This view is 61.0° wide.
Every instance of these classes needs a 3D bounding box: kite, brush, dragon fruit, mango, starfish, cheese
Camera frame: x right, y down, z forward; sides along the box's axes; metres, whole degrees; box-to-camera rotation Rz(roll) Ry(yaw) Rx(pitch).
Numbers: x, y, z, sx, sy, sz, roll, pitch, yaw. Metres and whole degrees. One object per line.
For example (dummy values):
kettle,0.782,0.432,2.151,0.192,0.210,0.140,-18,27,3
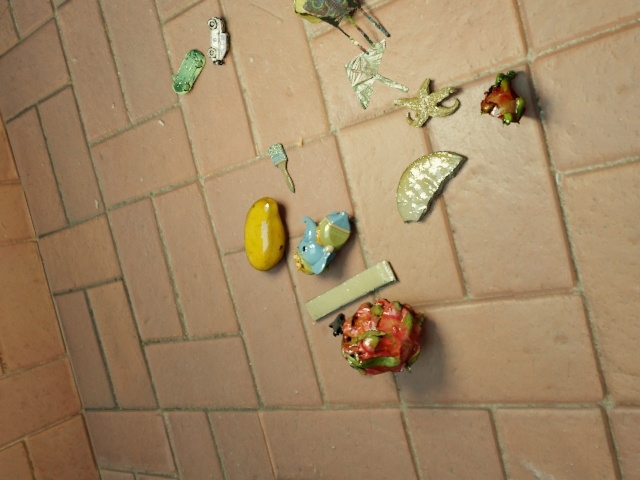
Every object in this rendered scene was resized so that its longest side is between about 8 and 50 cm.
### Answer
kite,0.177,-0.532,1.757,0.250,0.012,0.229,29,115,24
brush,-0.137,-0.264,2.012,0.070,0.021,0.196,-25,86,36
dragon fruit,0.194,0.311,1.747,0.231,0.303,0.236,-17,96,61
kite,0.086,-0.709,1.716,0.285,0.015,0.152,43,96,2
mango,-0.207,-0.026,2.051,0.177,0.120,0.294,20,109,37
dragon fruit,0.497,-0.389,1.499,0.142,0.139,0.174,10,94,55
starfish,0.315,-0.420,1.662,0.210,0.053,0.150,13,102,33
cheese,0.097,0.183,1.941,0.400,0.034,0.085,-30,83,34

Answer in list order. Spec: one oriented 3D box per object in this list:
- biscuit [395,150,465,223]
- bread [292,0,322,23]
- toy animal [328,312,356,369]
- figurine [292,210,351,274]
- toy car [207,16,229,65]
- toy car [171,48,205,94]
biscuit,0.319,-0.182,1.716,0.141,0.038,0.289,44,120,19
bread,-0.017,-0.856,1.767,0.142,0.178,0.265,-160,69,-63
toy animal,0.123,0.365,1.949,0.117,0.121,0.210,-32,101,-9
figurine,0.004,0.002,1.915,0.180,0.154,0.261,32,99,34
toy car,-0.383,-0.746,2.036,0.071,0.080,0.170,5,112,1
toy car,-0.524,-0.668,2.164,0.093,0.058,0.186,40,107,21
